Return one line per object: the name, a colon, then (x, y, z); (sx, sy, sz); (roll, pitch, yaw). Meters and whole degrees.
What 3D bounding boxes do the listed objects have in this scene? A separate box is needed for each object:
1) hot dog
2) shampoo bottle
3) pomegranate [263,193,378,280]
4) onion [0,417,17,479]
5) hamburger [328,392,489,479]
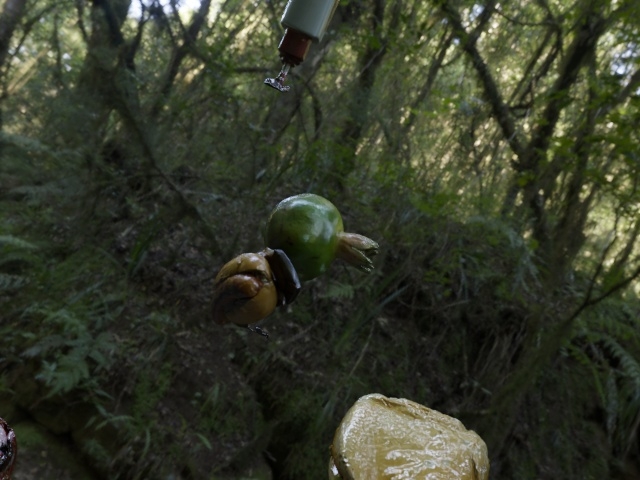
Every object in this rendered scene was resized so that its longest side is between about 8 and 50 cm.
hot dog: (-0.186, 0.136, 1.344); (0.326, 0.107, 0.194); (-51, -120, 43)
shampoo bottle: (-0.012, -0.345, 0.846); (0.071, 0.284, 0.153); (22, 0, -7)
pomegranate: (0.000, 0.000, 1.486); (0.302, 0.235, 0.236); (12, -20, 19)
onion: (-1.013, 0.629, 1.571); (0.341, 0.341, 0.341); (32, -13, 8)
hamburger: (0.113, 0.298, 0.756); (0.214, 0.214, 0.108); (23, -59, 39)
